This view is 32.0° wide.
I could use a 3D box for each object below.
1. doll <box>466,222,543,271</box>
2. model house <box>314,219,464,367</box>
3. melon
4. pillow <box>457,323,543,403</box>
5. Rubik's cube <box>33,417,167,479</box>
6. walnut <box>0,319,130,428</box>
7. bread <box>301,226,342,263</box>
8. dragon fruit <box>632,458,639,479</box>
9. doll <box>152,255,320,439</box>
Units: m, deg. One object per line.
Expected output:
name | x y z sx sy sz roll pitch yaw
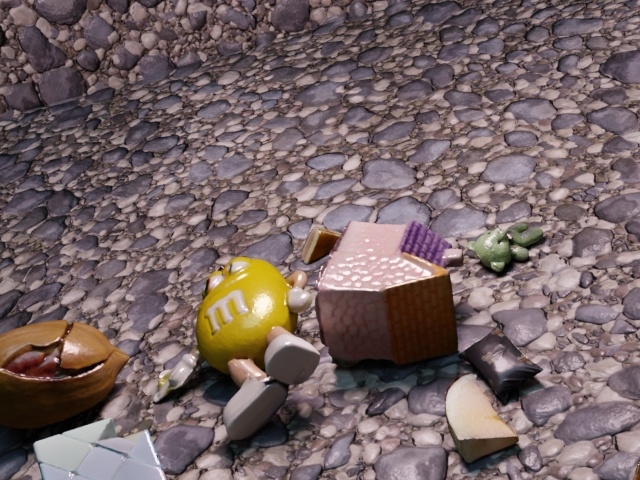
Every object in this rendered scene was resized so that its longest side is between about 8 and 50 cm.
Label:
doll | 0.364 -0.002 2.190 0.150 0.077 0.115 -25 41 -32
model house | 0.142 0.100 2.034 0.238 0.202 0.237 2 32 20
melon | 0.245 0.282 1.830 0.098 0.054 0.182 -17 32 -9
pillow | 0.306 0.209 1.911 0.090 0.048 0.150 -23 34 -12
Rubik's cube | -0.344 0.429 1.772 0.265 0.213 0.224 -15 45 -15
walnut | -0.515 0.250 2.140 0.298 0.203 0.203 -11 29 -18
bread | 0.000 0.000 2.378 0.109 0.062 0.043 -33 35 -16
dragon fruit | 0.475 0.406 1.391 0.227 0.243 0.307 -42 -6 3
doll | -0.142 0.189 2.079 0.423 0.161 0.348 9 56 52
